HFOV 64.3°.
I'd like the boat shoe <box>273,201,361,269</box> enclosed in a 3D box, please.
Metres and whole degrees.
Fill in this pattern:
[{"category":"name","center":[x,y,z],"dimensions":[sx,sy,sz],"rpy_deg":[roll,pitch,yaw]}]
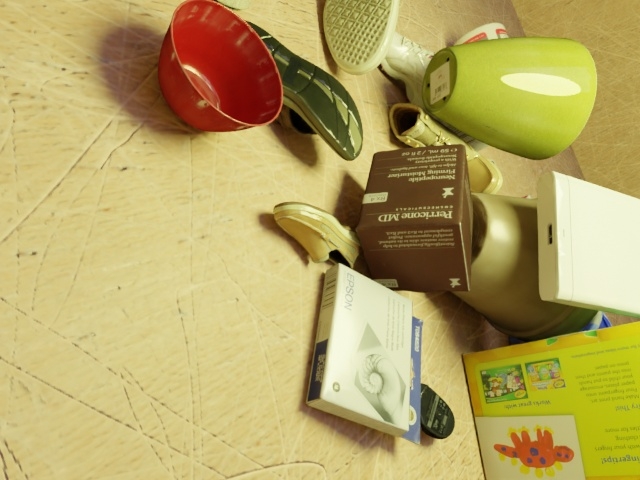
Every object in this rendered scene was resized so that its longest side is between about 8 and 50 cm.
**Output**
[{"category":"boat shoe","center":[0.000,0.000,0.792],"dimensions":[0.190,0.068,0.072],"rpy_deg":[24,66,-42]}]

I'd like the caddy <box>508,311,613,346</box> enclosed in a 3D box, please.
[{"category":"caddy","center":[0.635,0.234,1.294],"dimensions":[0.241,0.179,0.341],"rpy_deg":[47,37,6]}]

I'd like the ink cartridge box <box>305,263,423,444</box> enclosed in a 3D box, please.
[{"category":"ink cartridge box","center":[0.092,0.176,0.792],"dimensions":[0.224,0.045,0.223],"rpy_deg":[28,51,-26]}]

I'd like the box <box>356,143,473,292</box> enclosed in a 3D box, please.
[{"category":"box","center":[0.175,-0.038,0.894],"dimensions":[0.167,0.168,0.203],"rpy_deg":[68,28,-42]}]

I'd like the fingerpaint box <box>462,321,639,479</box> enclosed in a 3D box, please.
[{"category":"fingerpaint box","center":[0.529,0.358,0.933],"dimensions":[0.163,0.445,0.371],"rpy_deg":[19,57,-46]}]

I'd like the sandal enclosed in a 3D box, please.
[{"category":"sandal","center":[-0.049,-0.242,0.846],"dimensions":[0.303,0.086,0.120],"rpy_deg":[36,51,-14]}]

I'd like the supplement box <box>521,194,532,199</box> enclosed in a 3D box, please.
[{"category":"supplement box","center":[0.586,-0.002,1.460],"dimensions":[0.220,0.111,0.114],"rpy_deg":[61,37,-9]}]

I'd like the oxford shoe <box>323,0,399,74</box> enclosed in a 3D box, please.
[{"category":"oxford shoe","center":[0.094,-0.537,1.115],"dimensions":[0.130,0.169,0.449],"rpy_deg":[47,36,-59]}]

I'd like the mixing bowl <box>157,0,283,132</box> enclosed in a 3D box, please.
[{"category":"mixing bowl","center":[-0.149,-0.216,0.690],"dimensions":[0.181,0.098,0.181],"rpy_deg":[26,52,-40]}]

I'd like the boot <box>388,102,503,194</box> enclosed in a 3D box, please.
[{"category":"boot","center":[0.275,-0.205,1.144],"dimensions":[0.203,0.095,0.262],"rpy_deg":[23,27,-41]}]

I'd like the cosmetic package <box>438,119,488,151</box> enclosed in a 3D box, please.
[{"category":"cosmetic package","center":[0.415,-0.356,1.401],"dimensions":[0.151,0.151,0.183],"rpy_deg":[44,43,-27]}]

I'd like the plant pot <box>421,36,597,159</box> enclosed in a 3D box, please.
[{"category":"plant pot","center":[0.387,-0.330,1.126],"dimensions":[0.294,0.275,0.274],"rpy_deg":[3,67,-21]}]

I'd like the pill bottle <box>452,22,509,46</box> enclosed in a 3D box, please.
[{"category":"pill bottle","center":[0.553,-0.506,1.625],"dimensions":[0.176,0.176,0.318],"rpy_deg":[-9,79,-52]}]

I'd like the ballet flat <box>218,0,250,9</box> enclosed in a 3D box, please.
[{"category":"ballet flat","center":[-0.161,-0.414,0.814],"dimensions":[0.168,0.052,0.057],"rpy_deg":[-12,81,-53]}]

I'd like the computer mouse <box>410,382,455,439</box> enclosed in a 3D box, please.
[{"category":"computer mouse","center":[0.143,0.254,0.861],"dimensions":[0.242,0.041,0.071],"rpy_deg":[47,49,-15]}]

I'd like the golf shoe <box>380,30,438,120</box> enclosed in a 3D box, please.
[{"category":"golf shoe","center":[0.237,-0.431,1.237],"dimensions":[0.306,0.140,0.115],"rpy_deg":[42,45,-27]}]

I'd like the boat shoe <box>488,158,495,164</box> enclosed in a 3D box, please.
[{"category":"boat shoe","center":[0.451,-0.185,1.430],"dimensions":[0.184,0.063,0.066],"rpy_deg":[-31,97,-53]}]

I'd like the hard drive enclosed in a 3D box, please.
[{"category":"hard drive","center":[0.558,0.021,0.965],"dimensions":[0.353,0.047,0.233],"rpy_deg":[12,74,-23]}]

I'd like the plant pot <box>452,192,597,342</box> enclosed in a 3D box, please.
[{"category":"plant pot","center":[0.385,0.029,1.078],"dimensions":[0.280,0.323,0.323],"rpy_deg":[20,56,-25]}]
